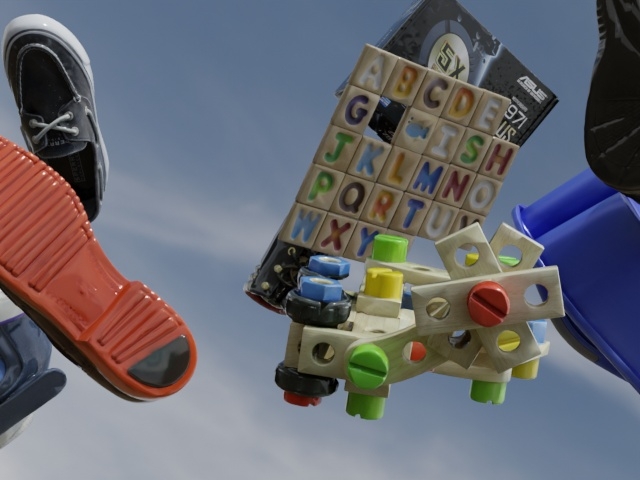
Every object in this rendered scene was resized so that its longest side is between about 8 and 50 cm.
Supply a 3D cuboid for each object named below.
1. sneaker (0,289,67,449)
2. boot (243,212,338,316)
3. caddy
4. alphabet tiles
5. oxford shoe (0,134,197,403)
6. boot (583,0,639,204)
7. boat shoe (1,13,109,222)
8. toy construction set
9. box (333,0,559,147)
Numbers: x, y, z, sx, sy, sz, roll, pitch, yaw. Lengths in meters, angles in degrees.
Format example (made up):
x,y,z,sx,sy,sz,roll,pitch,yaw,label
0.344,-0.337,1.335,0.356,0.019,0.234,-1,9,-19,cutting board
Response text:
x,y,z,sx,sy,sz,roll,pitch,yaw,label
-0.374,0.141,1.422,0.130,0.322,0.236,36,-49,35,sneaker
0.001,0.001,1.869,0.085,0.179,0.236,35,-11,-12,boot
0.367,0.068,2.002,0.179,0.241,0.341,-38,-72,15,caddy
0.088,-0.065,1.579,0.237,0.198,0.009,15,14,-40,alphabet tiles
-0.218,0.028,1.303,0.271,0.097,0.098,50,-31,-4,oxford shoe
0.402,-0.187,1.804,0.138,0.377,0.284,3,-19,28,boot
-0.340,-0.149,2.135,0.108,0.102,0.301,-9,-48,-1,boat shoe
0.082,0.067,1.257,0.215,0.151,0.328,9,-5,3,toy construction set
0.132,-0.151,1.733,0.180,0.147,0.077,43,-12,-9,box
